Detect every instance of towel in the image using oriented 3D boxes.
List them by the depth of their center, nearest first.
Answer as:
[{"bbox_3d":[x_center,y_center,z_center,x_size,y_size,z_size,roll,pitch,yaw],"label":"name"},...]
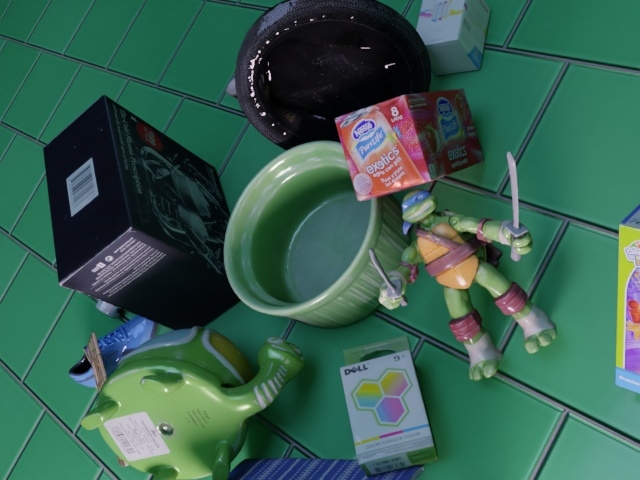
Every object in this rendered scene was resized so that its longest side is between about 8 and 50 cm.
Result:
[{"bbox_3d":[-0.045,0.391,1.122,0.336,0.243,0.040,-9,105,34],"label":"towel"}]

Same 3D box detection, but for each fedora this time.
[{"bbox_3d":[0.017,-0.301,1.354,0.334,0.334,0.152,-35,34,18],"label":"fedora"}]

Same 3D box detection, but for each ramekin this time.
[{"bbox_3d":[0.000,0.000,1.306,0.303,0.148,0.303,-17,58,30],"label":"ramekin"}]

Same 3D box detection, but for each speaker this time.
[{"bbox_3d":[-0.413,0.092,1.635,0.055,0.055,0.136,28,85,42],"label":"speaker"}]

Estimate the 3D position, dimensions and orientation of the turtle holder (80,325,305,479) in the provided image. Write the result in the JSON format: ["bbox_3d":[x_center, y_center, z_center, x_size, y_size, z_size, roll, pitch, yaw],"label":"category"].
[{"bbox_3d":[-0.208,0.239,1.279,0.320,0.243,0.227,-50,8,29],"label":"turtle holder"}]

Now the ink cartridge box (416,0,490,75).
[{"bbox_3d":[0.231,-0.376,1.360,0.090,0.092,0.143,-2,66,37],"label":"ink cartridge box"}]

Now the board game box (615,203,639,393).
[{"bbox_3d":[0.496,0.104,0.826,0.347,0.233,0.078,18,40,42],"label":"board game box"}]

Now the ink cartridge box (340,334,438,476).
[{"bbox_3d":[0.094,0.227,1.147,0.109,0.062,0.209,-16,53,7],"label":"ink cartridge box"}]

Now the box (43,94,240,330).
[{"bbox_3d":[-0.324,-0.042,1.463,0.179,0.312,0.343,-35,52,18],"label":"box"}]

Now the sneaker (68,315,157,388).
[{"bbox_3d":[-0.414,0.214,1.558,0.209,0.082,0.069,-43,47,10],"label":"sneaker"}]

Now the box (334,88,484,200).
[{"bbox_3d":[0.143,-0.151,1.188,0.122,0.257,0.128,-15,93,31],"label":"box"}]

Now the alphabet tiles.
[{"bbox_3d":[-0.390,0.295,1.427,0.198,0.009,0.237,-38,68,66],"label":"alphabet tiles"}]

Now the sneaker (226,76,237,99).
[{"bbox_3d":[-0.095,-0.295,1.560,0.101,0.153,0.268,-48,11,-14],"label":"sneaker"}]

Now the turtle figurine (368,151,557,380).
[{"bbox_3d":[0.190,0.057,1.040,0.198,0.266,0.274,-37,6,-13],"label":"turtle figurine"}]
